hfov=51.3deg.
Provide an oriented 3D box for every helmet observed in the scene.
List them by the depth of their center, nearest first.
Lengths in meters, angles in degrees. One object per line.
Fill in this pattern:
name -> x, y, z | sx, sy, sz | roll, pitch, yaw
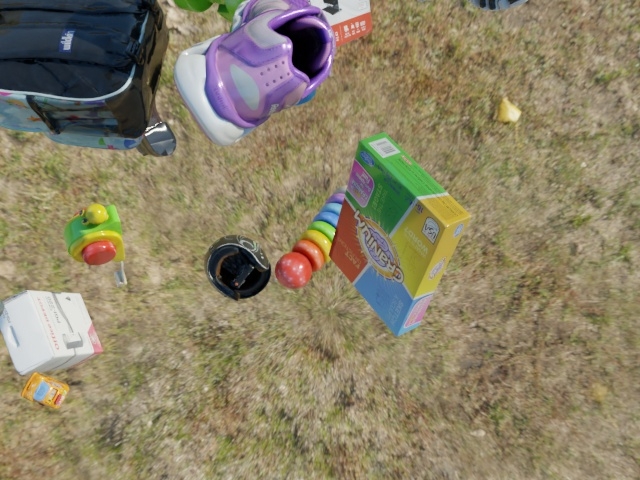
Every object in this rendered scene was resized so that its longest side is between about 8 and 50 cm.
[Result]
helmet -> -0.207, 0.067, 1.662 | 0.169, 0.161, 0.170 | 0, 92, 0

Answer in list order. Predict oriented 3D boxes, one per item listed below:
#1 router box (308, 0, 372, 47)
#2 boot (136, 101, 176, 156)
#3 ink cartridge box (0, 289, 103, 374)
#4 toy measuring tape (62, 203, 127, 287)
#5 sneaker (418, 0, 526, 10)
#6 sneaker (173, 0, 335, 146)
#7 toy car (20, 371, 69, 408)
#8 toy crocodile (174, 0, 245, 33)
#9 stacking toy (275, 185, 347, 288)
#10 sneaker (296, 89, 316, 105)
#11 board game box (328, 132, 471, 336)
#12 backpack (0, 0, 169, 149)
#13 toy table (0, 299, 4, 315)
router box -> -0.021, -0.522, 1.284 | 0.082, 0.335, 0.301 | 5, 118, 29
boot -> -0.379, -0.267, 1.355 | 0.082, 0.106, 0.219 | -31, 107, -34
ink cartridge box -> -0.591, 0.199, 1.464 | 0.092, 0.218, 0.159 | -27, 80, 7
toy measuring tape -> -0.484, 0.024, 1.435 | 0.121, 0.330, 0.122 | 6, 59, -9
sneaker -> 0.324, -0.569, 1.426 | 0.292, 0.110, 0.118 | 24, 53, 33
sneaker -> -0.030, -0.165, 0.575 | 0.104, 0.236, 0.095 | -20, 116, 26
toy car -> -0.359, 0.218, 0.816 | 0.040, 0.060, 0.122 | 12, 53, 40
toy crocodile -> -0.081, -0.301, 0.850 | 0.115, 0.340, 0.105 | 19, 85, 28
stacking toy -> 0.000, 0.000, 1.672 | 0.141, 0.141, 0.330 | 43, 54, 5
sneaker -> -0.125, -0.379, 1.708 | 0.228, 0.092, 0.088 | -8, 103, -1
board game box -> 0.134, -0.005, 1.261 | 0.064, 0.317, 0.242 | -22, 55, -30
backpack -> -0.344, -0.243, 0.903 | 0.253, 0.191, 0.225 | 5, 64, -1
toy table -> -0.684, 0.103, 1.117 | 0.161, 0.252, 0.274 | 48, 48, 11
